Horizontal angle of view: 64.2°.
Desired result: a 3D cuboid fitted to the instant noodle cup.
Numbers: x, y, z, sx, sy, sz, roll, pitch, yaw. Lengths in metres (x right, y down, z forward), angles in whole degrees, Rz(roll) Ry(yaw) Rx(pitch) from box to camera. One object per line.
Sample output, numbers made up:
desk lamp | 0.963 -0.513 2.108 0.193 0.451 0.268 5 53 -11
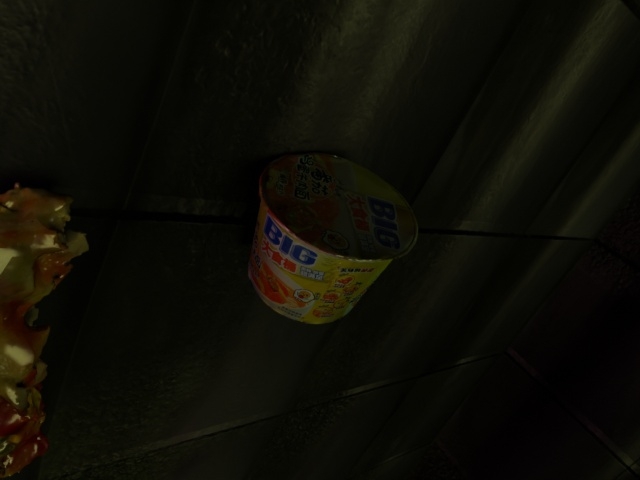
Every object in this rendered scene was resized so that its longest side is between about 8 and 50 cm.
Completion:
instant noodle cup | 0.000 0.000 0.665 0.205 0.205 0.153 -11 144 -36

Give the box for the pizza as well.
pizza | -0.380 0.107 0.459 0.406 0.130 0.440 -46 144 8
